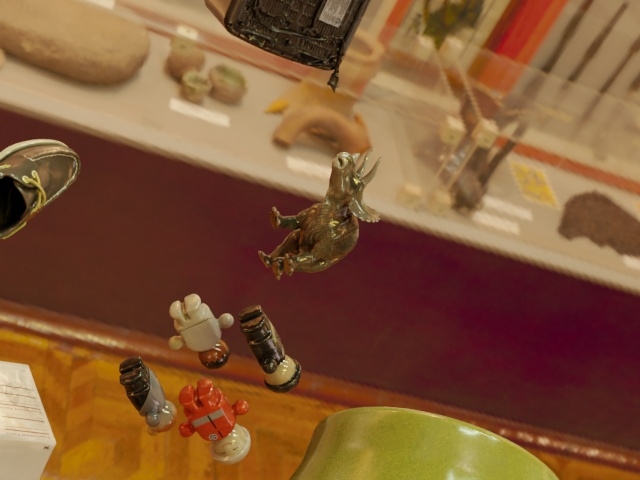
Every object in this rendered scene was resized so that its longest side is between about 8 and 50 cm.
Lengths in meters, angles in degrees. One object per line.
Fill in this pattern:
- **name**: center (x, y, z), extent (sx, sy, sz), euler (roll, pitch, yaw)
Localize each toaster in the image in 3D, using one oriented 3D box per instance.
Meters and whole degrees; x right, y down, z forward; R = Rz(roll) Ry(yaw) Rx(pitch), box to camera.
- **toaster**: center (-0.031, -0.299, 1.179), extent (0.168, 0.186, 0.110), euler (15, 20, -31)

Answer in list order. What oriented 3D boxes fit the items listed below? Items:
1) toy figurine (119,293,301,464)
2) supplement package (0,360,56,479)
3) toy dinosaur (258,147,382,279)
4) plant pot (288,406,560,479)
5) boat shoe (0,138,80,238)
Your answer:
- **toy figurine**: center (-0.158, 0.197, 1.427), extent (0.209, 0.148, 0.213), euler (7, 48, 36)
- **supplement package**: center (-0.597, 0.343, 1.829), extent (0.133, 0.139, 0.244), euler (15, 20, -35)
- **toy dinosaur**: center (0.000, 0.000, 1.496), extent (0.160, 0.313, 0.121), euler (-14, 65, -19)
- **plant pot**: center (0.057, 0.343, 0.811), extent (0.366, 0.366, 0.353), euler (25, 57, -6)
- **boat shoe**: center (-0.334, -0.042, 1.048), extent (0.068, 0.081, 0.227), euler (15, 34, 33)
